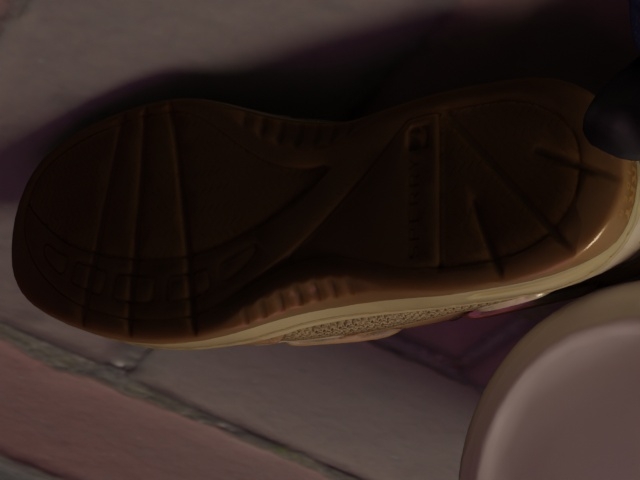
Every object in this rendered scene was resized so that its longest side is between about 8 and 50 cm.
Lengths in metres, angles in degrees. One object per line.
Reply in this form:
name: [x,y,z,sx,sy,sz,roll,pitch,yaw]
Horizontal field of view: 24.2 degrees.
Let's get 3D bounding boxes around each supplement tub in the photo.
supplement tub: [0.210,0.126,0.707,0.191,0.191,0.272,-20,160,35]

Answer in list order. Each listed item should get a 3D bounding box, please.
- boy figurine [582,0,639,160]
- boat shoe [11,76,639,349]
boy figurine: [0.125,-0.151,0.462,0.177,0.092,0.285,37,152,47]
boat shoe: [0.000,0.000,0.718,0.341,0.122,0.110,-1,166,32]
